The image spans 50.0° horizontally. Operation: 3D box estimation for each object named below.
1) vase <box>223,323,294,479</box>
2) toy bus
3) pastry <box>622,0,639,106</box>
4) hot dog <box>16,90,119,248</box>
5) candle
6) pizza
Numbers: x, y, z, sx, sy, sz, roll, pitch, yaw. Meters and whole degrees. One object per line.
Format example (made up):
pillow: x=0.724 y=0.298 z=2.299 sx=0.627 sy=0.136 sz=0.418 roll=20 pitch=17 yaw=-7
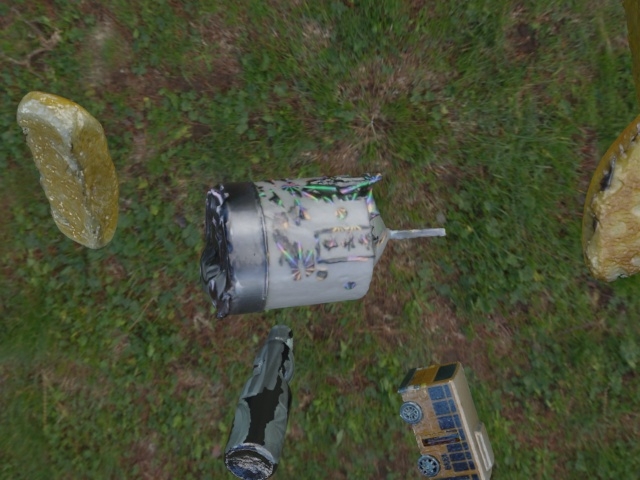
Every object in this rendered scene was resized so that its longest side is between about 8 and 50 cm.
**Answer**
vase: x=-0.060 y=0.171 z=0.788 sx=0.060 sy=0.211 sz=0.059 roll=4 pitch=125 yaw=6
toy bus: x=0.190 y=0.281 z=1.019 sx=0.103 sy=0.091 sz=0.182 roll=-16 pitch=96 yaw=22
pastry: x=0.389 y=-0.173 z=0.716 sx=0.132 sy=0.240 sz=0.235 roll=-1 pitch=145 yaw=19
hot dog: x=-0.300 y=-0.088 z=0.853 sx=0.084 sy=0.073 sz=0.242 roll=27 pitch=144 yaw=18
candle: x=0.000 y=0.000 z=0.952 sx=0.330 sy=0.187 sz=0.187 roll=-6 pitch=100 yaw=-15
pizza: x=0.255 y=-0.031 z=0.523 sx=0.099 sy=0.035 sz=0.160 roll=8 pitch=132 yaw=8
